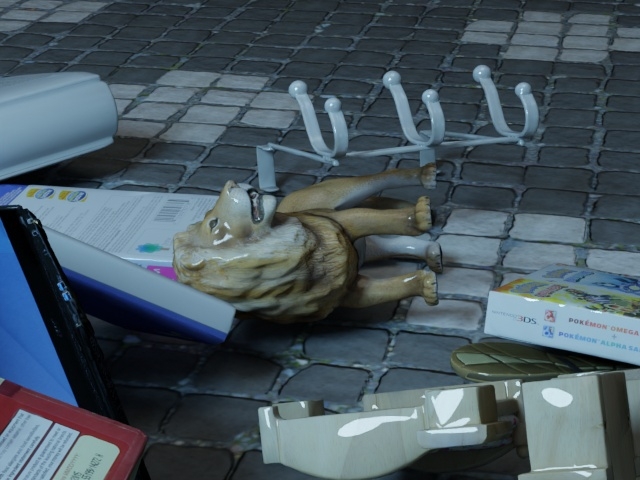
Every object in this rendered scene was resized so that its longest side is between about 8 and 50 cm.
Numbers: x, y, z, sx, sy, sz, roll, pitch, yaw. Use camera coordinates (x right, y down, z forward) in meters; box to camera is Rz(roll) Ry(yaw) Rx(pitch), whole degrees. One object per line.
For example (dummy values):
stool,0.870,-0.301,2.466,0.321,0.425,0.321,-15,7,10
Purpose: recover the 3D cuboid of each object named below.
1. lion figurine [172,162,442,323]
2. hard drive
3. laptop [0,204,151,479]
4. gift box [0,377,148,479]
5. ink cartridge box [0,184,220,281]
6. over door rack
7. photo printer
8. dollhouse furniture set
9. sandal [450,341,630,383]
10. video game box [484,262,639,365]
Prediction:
lion figurine,0.000,0.000,1.470,0.240,0.142,0.392,-5,3,8
hard drive,-0.258,0.013,1.256,0.319,0.040,0.210,25,-12,-31
laptop,-0.233,0.107,1.075,0.137,0.234,0.264,-23,36,-12
gift box,-0.234,0.230,0.757,0.276,0.258,0.255,23,24,5
ink cartridge box,-0.242,0.002,1.538,0.311,0.065,0.186,6,23,9
over door rack,0.072,-0.131,1.640,0.240,0.108,0.324,-6,-2,-17
photo printer,-0.436,-0.122,1.732,0.256,0.107,0.307,2,18,44
dollhouse furniture set,0.072,0.189,0.997,0.356,0.173,0.303,-9,-7,26
sandal,0.199,0.126,1.259,0.180,0.049,0.072,8,15,-19
video game box,0.273,0.068,1.336,0.187,0.048,0.205,8,10,24
